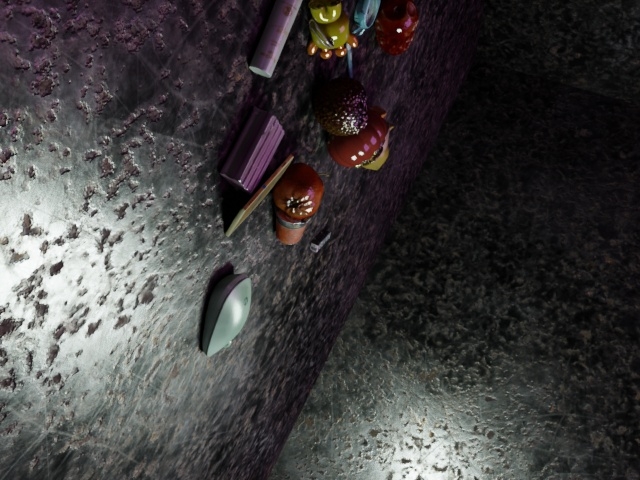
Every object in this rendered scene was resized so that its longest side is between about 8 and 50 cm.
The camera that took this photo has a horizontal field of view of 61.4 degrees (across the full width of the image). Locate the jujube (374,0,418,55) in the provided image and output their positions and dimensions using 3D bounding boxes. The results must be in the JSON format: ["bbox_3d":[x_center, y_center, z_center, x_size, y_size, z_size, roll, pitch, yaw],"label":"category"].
[{"bbox_3d":[0.267,-0.759,1.915,0.155,0.155,0.230,-63,172,-14],"label":"jujube"}]

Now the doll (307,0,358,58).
[{"bbox_3d":[0.026,-0.576,1.449,0.220,0.143,0.135,76,6,-62],"label":"doll"}]

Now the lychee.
[{"bbox_3d":[0.062,-0.416,1.678,0.188,0.188,0.188,-56,160,-33],"label":"lychee"}]

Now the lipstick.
[{"bbox_3d":[-0.094,-0.517,1.273,0.263,0.059,0.059,-68,163,2],"label":"lipstick"}]

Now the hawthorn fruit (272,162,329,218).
[{"bbox_3d":[-0.038,-0.187,1.712,0.285,0.165,0.165,-50,156,-48],"label":"hawthorn fruit"}]

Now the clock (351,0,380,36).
[{"bbox_3d":[0.145,-0.733,1.741,0.108,0.045,0.147,-19,130,-67],"label":"clock"}]

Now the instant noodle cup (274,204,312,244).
[{"bbox_3d":[-0.096,-0.060,1.772,0.127,0.127,0.135,-53,166,-39],"label":"instant noodle cup"}]

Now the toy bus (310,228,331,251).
[{"bbox_3d":[0.000,0.000,2.260,0.130,0.037,0.052,-48,159,-50],"label":"toy bus"}]

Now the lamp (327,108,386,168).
[{"bbox_3d":[0.121,-0.365,1.891,0.226,0.227,0.226,-56,160,-33],"label":"lamp"}]

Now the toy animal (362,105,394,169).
[{"bbox_3d":[0.205,-0.393,2.164,0.196,0.168,0.281,-19,157,-6],"label":"toy animal"}]

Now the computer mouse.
[{"bbox_3d":[-0.273,0.231,1.633,0.159,0.097,0.288,-42,149,-59],"label":"computer mouse"}]

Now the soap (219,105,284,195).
[{"bbox_3d":[-0.173,-0.229,1.391,0.203,0.066,0.122,-64,164,-9],"label":"soap"}]

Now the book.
[{"bbox_3d":[-0.169,-0.124,1.498,0.241,0.018,0.170,-54,-174,-35],"label":"book"}]

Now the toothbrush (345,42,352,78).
[{"bbox_3d":[0.105,-0.576,1.854,0.019,0.025,0.275,-59,161,-22],"label":"toothbrush"}]
